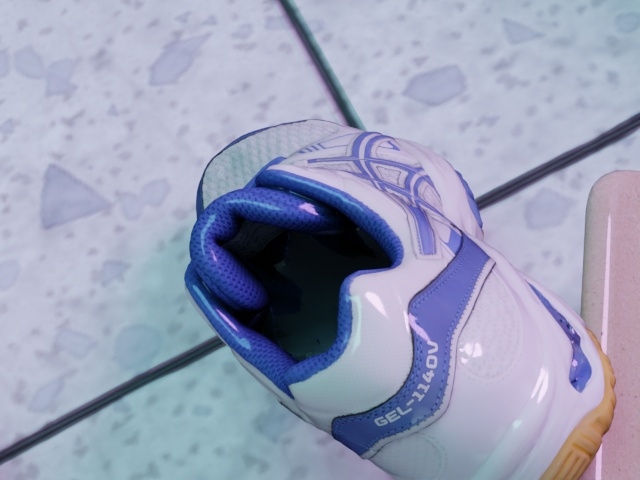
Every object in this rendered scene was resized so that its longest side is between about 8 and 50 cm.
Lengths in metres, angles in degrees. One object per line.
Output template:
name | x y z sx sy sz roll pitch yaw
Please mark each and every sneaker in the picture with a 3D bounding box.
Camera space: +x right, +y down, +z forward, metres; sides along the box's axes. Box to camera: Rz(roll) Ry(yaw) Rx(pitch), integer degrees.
sneaker | 0.000 0.000 0.694 0.112 0.131 0.296 -57 31 4

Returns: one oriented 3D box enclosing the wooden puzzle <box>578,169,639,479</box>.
wooden puzzle | 0.265 0.111 0.599 0.348 0.080 0.322 -1 57 15
